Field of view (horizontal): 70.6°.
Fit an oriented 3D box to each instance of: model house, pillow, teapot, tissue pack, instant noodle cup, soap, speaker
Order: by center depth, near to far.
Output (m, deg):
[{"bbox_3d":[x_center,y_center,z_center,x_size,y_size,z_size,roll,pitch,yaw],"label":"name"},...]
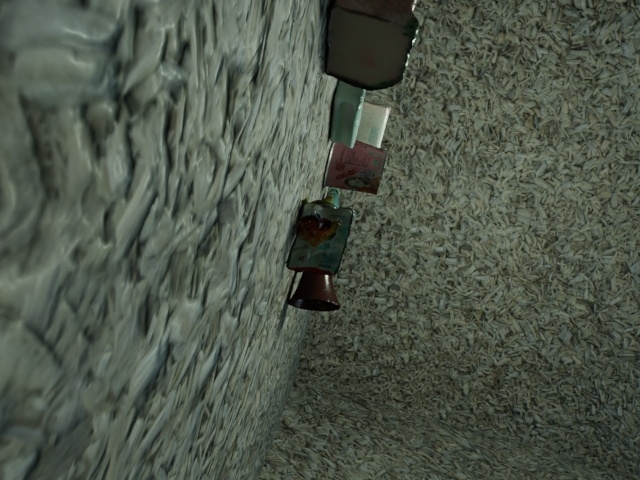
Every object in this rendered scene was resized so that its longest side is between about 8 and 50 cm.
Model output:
[{"bbox_3d":[0.137,-0.533,1.093,0.237,0.202,0.237,94,12,-71],"label":"model house"},{"bbox_3d":[-0.007,-0.063,1.378,0.165,0.130,0.119,43,25,-52],"label":"teapot"},{"bbox_3d":[0.098,-0.459,1.618,0.289,0.095,0.173,96,8,-68],"label":"soap"},{"bbox_3d":[-0.004,0.119,1.768,0.259,0.198,0.330,70,24,-60],"label":"speaker"},{"bbox_3d":[0.149,-0.315,1.909,0.243,0.231,0.243,14,90,-87],"label":"instant noodle cup"},{"bbox_3d":[0.187,-0.489,2.030,0.124,0.201,0.271,-85,-173,-65],"label":"tissue pack"},{"bbox_3d":[0.033,-0.112,2.094,0.214,0.086,0.233,-79,-178,-47],"label":"pillow"}]

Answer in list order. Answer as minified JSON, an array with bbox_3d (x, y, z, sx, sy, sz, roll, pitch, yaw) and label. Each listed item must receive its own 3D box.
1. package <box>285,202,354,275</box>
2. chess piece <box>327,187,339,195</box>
[{"bbox_3d":[0.000,0.000,1.317,0.040,0.166,0.232,-107,-149,-63],"label":"package"},{"bbox_3d":[0.066,-0.255,2.305,0.149,0.059,0.059,-89,-168,-74],"label":"chess piece"}]
